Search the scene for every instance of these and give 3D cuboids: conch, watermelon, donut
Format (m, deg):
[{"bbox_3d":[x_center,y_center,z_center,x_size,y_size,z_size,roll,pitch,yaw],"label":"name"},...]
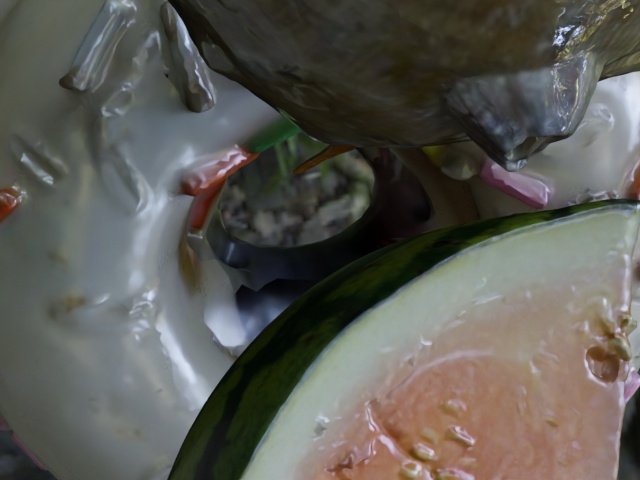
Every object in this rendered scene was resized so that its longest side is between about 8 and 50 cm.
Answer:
[{"bbox_3d":[0.037,-0.135,0.387,0.186,0.263,0.324,40,27,12],"label":"conch"},{"bbox_3d":[-0.003,0.117,0.502,0.128,0.159,0.303,15,87,-64],"label":"watermelon"},{"bbox_3d":[0.000,0.000,0.716,0.383,0.382,0.142,56,5,-24],"label":"donut"}]
